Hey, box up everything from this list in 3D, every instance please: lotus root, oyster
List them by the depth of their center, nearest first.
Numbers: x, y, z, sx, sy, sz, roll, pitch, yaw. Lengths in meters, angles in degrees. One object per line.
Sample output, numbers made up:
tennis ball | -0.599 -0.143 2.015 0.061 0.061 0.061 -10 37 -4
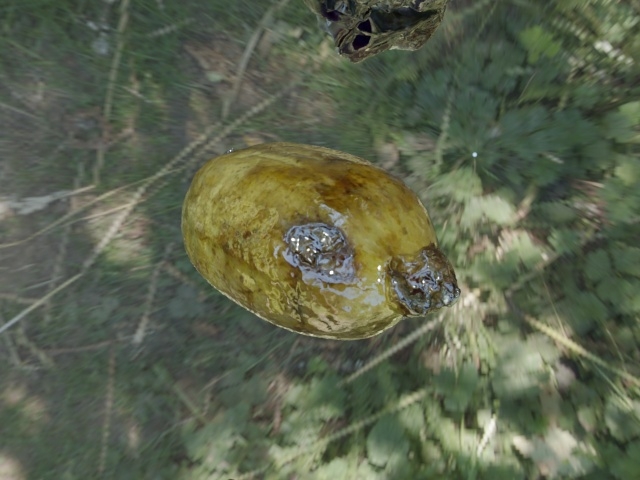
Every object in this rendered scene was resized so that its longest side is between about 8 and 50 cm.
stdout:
oyster | 0.055 -0.238 1.091 0.100 0.271 0.275 16 118 26
lotus root | 0.000 0.000 1.150 0.145 0.260 0.128 -29 127 -32

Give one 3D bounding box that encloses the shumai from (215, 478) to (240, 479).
shumai | -0.056 0.196 0.825 0.123 0.105 0.139 17 76 14
